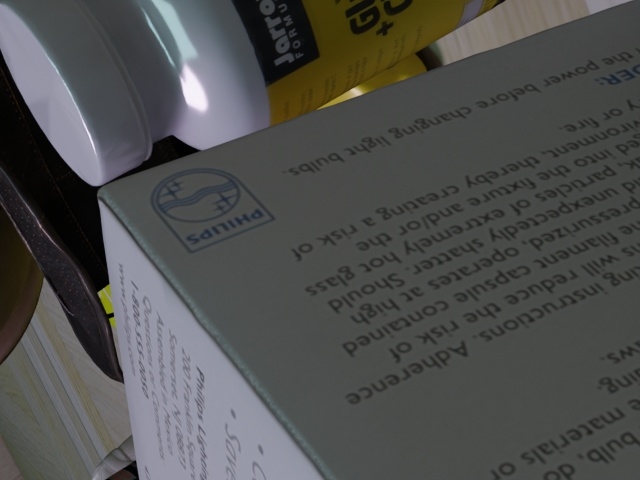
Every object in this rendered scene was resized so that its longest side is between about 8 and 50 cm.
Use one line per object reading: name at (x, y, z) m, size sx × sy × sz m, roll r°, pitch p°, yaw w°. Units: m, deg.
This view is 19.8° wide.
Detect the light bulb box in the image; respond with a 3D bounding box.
light bulb box at (0.120, 0.177, 0.556) m, size 0.361 × 0.225 × 0.358 m, roll 47°, pitch 151°, yaw 43°

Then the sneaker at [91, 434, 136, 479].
sneaker at (-0.138, 0.276, 1.712) m, size 0.099 × 0.121 × 0.262 m, roll 35°, pitch 151°, yaw 54°

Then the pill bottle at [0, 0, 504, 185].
pill bottle at (-0.021, -0.095, 0.670) m, size 0.103 × 0.184 × 0.103 m, roll 51°, pitch 161°, yaw 24°

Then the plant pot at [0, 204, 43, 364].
plant pot at (-0.325, -0.006, 1.326) m, size 0.263 × 0.263 × 0.229 m, roll 59°, pitch 167°, yaw 0°

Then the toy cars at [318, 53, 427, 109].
toy cars at (0.019, 0.000, 0.881) m, size 0.394 × 0.087 × 0.176 m, roll 61°, pitch 163°, yaw -6°

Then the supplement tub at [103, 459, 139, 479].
supplement tub at (-0.118, 0.266, 1.276) m, size 0.207 × 0.338 × 0.207 m, roll 51°, pitch 162°, yaw 24°

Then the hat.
hat at (-0.149, -0.064, 1.151) m, size 0.331 × 0.134 × 0.331 m, roll 56°, pitch 171°, yaw 13°

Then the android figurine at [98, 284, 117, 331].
android figurine at (-0.180, -0.015, 1.468) m, size 0.248 × 0.056 × 0.273 m, roll 56°, pitch 161°, yaw 9°
